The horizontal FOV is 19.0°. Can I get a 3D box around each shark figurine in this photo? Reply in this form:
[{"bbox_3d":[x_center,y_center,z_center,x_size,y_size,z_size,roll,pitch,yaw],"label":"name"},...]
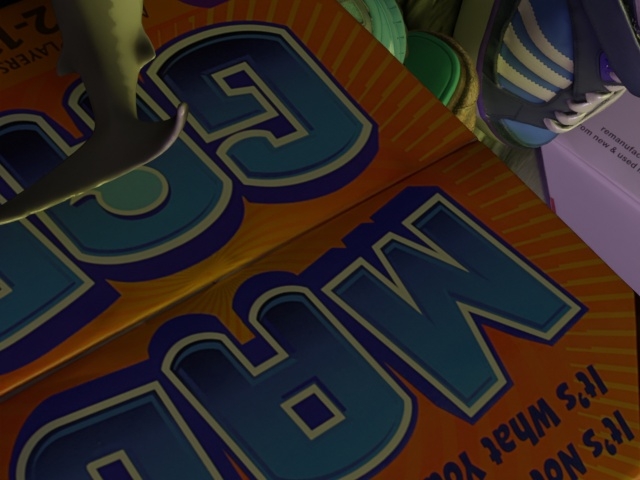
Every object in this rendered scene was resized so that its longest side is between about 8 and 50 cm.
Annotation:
[{"bbox_3d":[-0.127,-0.142,0.841,0.116,0.278,0.166,-5,177,-7],"label":"shark figurine"}]

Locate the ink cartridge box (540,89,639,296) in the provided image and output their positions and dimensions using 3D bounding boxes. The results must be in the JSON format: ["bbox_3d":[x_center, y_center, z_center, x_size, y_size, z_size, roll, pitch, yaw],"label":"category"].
[{"bbox_3d":[0.380,-0.126,1.652,0.385,0.160,0.279,-45,155,-10],"label":"ink cartridge box"}]

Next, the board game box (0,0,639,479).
[{"bbox_3d":[-0.096,0.127,0.934,0.356,0.356,0.356,-29,156,-37],"label":"board game box"}]

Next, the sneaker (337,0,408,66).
[{"bbox_3d":[-0.044,-0.041,1.143,0.125,0.104,0.262,3,105,-51],"label":"sneaker"}]

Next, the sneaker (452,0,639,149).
[{"bbox_3d":[0.217,-0.121,1.300,0.130,0.236,0.323,-38,152,-23],"label":"sneaker"}]

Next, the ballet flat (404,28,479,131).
[{"bbox_3d":[0.000,0.000,1.275,0.316,0.107,0.106,-47,161,-5],"label":"ballet flat"}]
